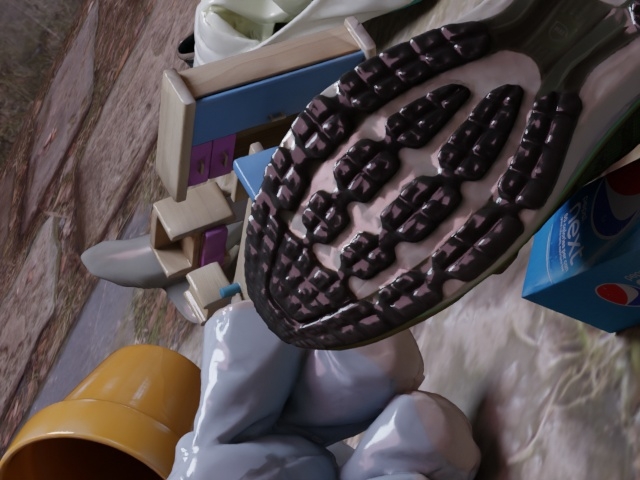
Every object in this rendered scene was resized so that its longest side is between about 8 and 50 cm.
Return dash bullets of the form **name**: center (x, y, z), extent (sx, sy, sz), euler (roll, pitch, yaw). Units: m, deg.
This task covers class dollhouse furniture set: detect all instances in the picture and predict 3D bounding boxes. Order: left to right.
- **dollhouse furniture set**: center (0.000, 0.000, 1.639), extent (0.303, 0.198, 0.286), euler (58, 155, 31)

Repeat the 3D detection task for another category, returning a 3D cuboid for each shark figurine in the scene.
- **shark figurine**: center (-0.128, -0.031, 1.929), extent (0.278, 0.116, 0.166), euler (-42, 58, 0)

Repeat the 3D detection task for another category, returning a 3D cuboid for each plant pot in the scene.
- **plant pot**: center (-0.190, 0.207, 1.757), extent (0.205, 0.205, 0.188), euler (-53, 8, 37)

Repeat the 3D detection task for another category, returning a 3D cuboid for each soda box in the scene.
- **soda box**: center (0.205, -0.006, 1.051), extent (0.210, 0.071, 0.067), euler (-31, 40, 61)

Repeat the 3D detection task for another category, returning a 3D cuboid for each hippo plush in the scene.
- **hippo plush**: center (-0.011, 0.213, 1.291), extent (0.236, 0.234, 0.294), euler (85, -150, -57)

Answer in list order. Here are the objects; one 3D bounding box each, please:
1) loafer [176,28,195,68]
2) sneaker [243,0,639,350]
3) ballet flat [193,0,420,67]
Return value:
- **loafer**: center (-0.093, -0.266, 2.165), extent (0.267, 0.084, 0.096), euler (-42, 31, 53)
- **sneaker**: center (0.137, -0.068, 1.087), extent (0.410, 0.182, 0.158), euler (-41, 63, 3)
- **ballet flat**: center (-0.039, -0.245, 1.790), extent (0.400, 0.139, 0.139), euler (-24, 45, 47)
